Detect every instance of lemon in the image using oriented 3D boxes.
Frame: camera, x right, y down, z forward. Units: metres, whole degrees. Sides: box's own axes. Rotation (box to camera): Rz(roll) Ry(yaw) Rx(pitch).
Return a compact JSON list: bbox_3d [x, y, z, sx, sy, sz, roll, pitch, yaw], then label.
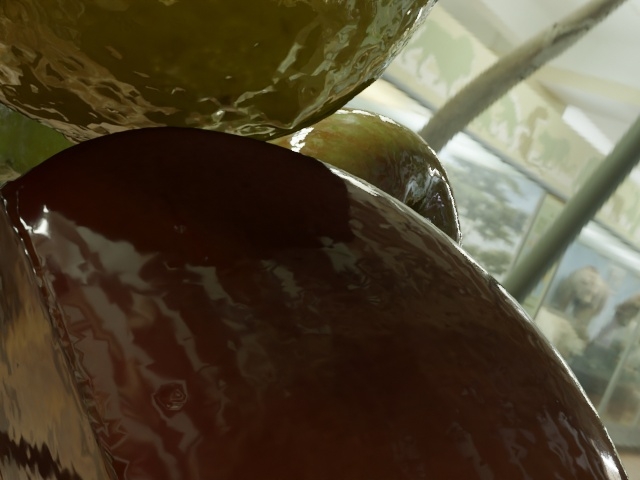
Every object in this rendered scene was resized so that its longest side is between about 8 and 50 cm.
[{"bbox_3d":[-0.076,-0.219,0.554,0.387,0.349,0.350,-1,0,6],"label":"lemon"}]

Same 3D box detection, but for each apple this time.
[{"bbox_3d":[0.000,0.000,0.887,0.264,0.264,0.264,24,3,-1],"label":"apple"}]

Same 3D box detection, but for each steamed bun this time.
[{"bbox_3d":[-0.005,0.125,0.441,0.248,0.235,0.379,-8,48,-33],"label":"steamed bun"}]

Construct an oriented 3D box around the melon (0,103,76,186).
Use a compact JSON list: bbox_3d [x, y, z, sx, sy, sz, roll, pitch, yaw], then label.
[{"bbox_3d":[-0.270,-0.089,0.861,0.196,0.124,0.323,-12,-13,31],"label":"melon"}]
